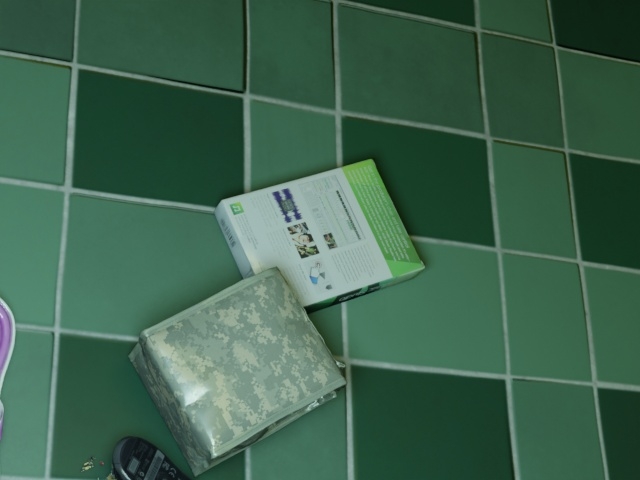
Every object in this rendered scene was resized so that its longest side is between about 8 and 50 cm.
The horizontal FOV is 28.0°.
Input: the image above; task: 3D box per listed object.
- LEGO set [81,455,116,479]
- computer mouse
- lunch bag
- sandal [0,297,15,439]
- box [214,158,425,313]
[{"bbox_3d":[-0.330,0.368,1.988,0.054,0.023,0.083,-32,68,-33],"label":"LEGO set"},{"bbox_3d":[-0.232,0.427,1.947,0.262,0.060,0.184,39,35,-19],"label":"computer mouse"},{"bbox_3d":[-0.125,0.201,2.064,0.287,0.169,0.235,-26,78,-26],"label":"lunch bag"},{"bbox_3d":[-0.529,0.253,1.887,0.169,0.102,0.416,18,58,-34],"label":"sandal"},{"bbox_3d":[0.000,0.000,2.278,0.322,0.058,0.232,-17,74,-27],"label":"box"}]
